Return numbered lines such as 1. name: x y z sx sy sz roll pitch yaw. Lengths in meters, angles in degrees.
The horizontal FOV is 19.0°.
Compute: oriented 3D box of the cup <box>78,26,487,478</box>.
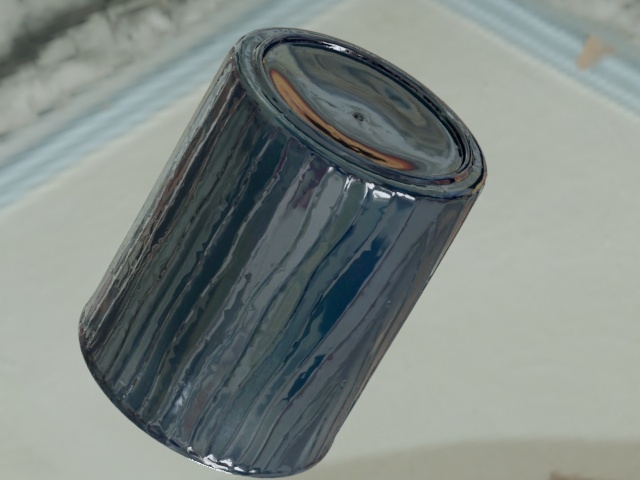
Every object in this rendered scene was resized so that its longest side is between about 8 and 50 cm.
1. cup: -0.010 -0.005 0.748 0.113 0.138 0.150 31 -152 0
